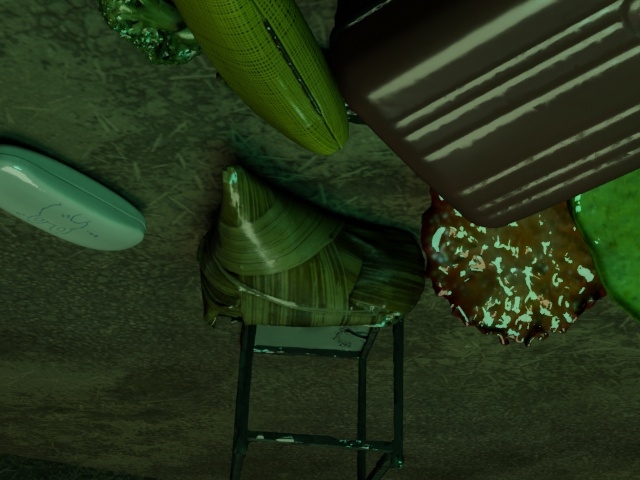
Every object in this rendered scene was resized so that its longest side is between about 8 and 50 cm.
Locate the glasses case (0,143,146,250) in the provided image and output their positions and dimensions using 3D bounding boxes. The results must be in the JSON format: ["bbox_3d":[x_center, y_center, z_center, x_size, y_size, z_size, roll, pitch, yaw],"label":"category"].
[{"bbox_3d":[-0.303,-0.046,1.161,0.092,0.059,0.233,-13,149,33],"label":"glasses case"}]

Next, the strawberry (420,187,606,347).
[{"bbox_3d":[0.208,-0.017,1.094,0.234,0.234,0.178,5,-174,-5],"label":"strawberry"}]

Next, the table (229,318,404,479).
[{"bbox_3d":[-0.014,0.227,1.458,0.222,0.272,0.335,5,154,-4],"label":"table"}]

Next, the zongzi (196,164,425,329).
[{"bbox_3d":[0.000,0.000,1.168,0.286,0.134,0.288,0,147,-9],"label":"zongzi"}]

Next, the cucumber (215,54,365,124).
[{"bbox_3d":[0.049,-0.137,0.933,0.293,0.067,0.067,9,154,-9],"label":"cucumber"}]

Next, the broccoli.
[{"bbox_3d":[-0.096,-0.198,0.748,0.146,0.138,0.162,-31,146,-11],"label":"broccoli"}]

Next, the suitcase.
[{"bbox_3d":[0.174,-0.156,0.705,0.297,0.161,0.236,-26,135,29],"label":"suitcase"}]

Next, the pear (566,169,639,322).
[{"bbox_3d":[0.339,-0.010,0.841,0.164,0.238,0.255,-16,-173,-43],"label":"pear"}]

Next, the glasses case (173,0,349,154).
[{"bbox_3d":[-0.041,-0.135,0.677,0.079,0.064,0.234,40,173,31],"label":"glasses case"}]
